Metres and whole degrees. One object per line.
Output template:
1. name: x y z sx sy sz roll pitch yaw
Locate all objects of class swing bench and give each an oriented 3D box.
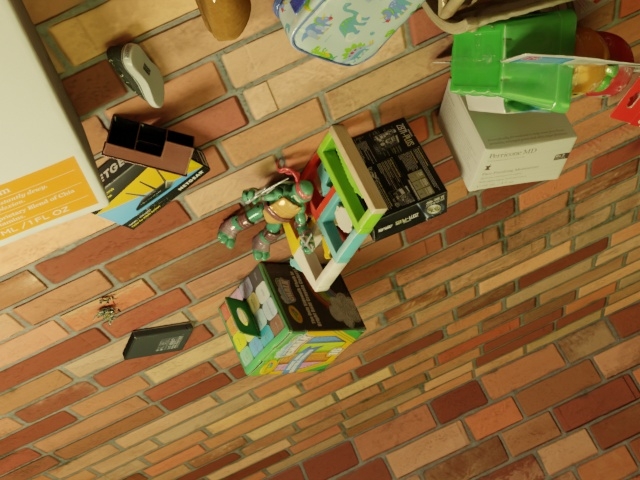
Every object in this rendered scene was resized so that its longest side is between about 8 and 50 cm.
1. swing bench: 0.297 -0.416 1.402 0.253 0.165 0.254 -18 152 -15

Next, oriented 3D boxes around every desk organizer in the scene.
1. desk organizer: -0.257 -0.142 1.477 0.130 0.047 0.050 14 119 -14

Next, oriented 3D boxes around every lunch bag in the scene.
1. lunch bag: 0.051 -0.354 1.384 0.176 0.090 0.219 5 140 -46

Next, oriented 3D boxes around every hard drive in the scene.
1. hard drive: -0.351 0.218 2.124 0.135 0.022 0.094 -7 148 -32

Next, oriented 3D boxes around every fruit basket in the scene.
1. fruit basket: 0.401 -0.271 1.582 0.353 0.327 0.165 6 98 -19

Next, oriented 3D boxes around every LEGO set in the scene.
1. LEGO set: -0.419 0.135 1.929 0.054 0.023 0.083 -6 134 -37

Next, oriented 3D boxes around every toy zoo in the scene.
1. toy zoo: 0.007 -0.042 1.786 0.030 0.192 0.293 -5 147 -34

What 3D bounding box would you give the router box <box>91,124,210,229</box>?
1. router box: -0.288 -0.098 1.593 0.179 0.046 0.133 -36 150 18

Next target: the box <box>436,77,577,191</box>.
1. box: 0.329 -0.200 1.762 0.181 0.181 0.119 -9 145 -14

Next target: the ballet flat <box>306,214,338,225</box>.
1. ballet flat: 0.074 -0.061 1.929 0.206 0.073 0.067 -18 120 -12

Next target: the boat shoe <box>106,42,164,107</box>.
1. boat shoe: -0.258 -0.235 1.390 0.040 0.049 0.142 5 158 13

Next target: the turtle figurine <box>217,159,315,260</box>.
1. turtle figurine: -0.076 -0.047 1.777 0.175 0.118 0.234 39 136 -17

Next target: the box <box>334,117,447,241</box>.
1. box: 0.125 -0.110 1.776 0.147 0.180 0.077 -23 151 -7

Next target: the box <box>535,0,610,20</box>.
1. box: 0.442 -0.431 1.636 0.186 0.038 0.145 -31 153 8

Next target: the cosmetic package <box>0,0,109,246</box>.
1. cosmetic package: -0.439 -0.174 1.210 0.230 0.161 0.453 -22 152 -7

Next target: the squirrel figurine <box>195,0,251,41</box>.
1. squirrel figurine: -0.013 -0.463 0.957 0.371 0.281 0.397 -26 156 -13

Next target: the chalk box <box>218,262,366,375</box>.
1. chalk box: -0.085 0.168 2.094 0.289 0.180 0.179 4 141 -42

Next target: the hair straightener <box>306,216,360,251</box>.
1. hair straightener: 0.000 0.000 2.007 0.089 0.047 0.230 -32 156 14

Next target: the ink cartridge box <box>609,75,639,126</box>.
1. ink cartridge box: 0.720 -0.293 2.019 0.231 0.078 0.134 12 141 -12
